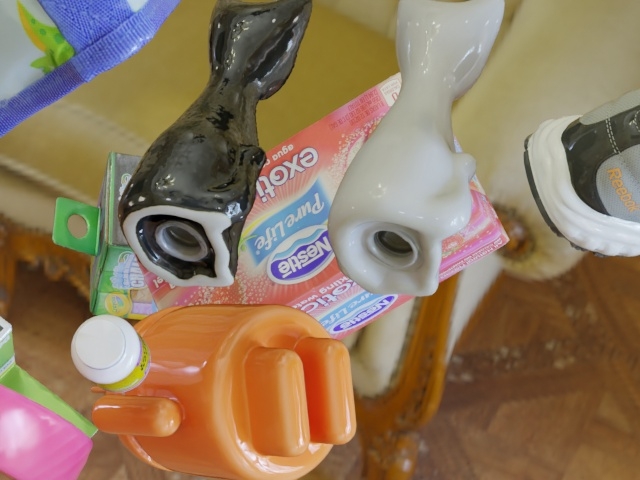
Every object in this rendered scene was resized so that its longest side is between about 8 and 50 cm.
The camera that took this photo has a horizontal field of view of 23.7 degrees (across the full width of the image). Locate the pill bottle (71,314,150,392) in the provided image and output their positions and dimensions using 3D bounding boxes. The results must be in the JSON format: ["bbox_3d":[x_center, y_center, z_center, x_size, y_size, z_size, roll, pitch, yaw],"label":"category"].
[{"bbox_3d":[-0.133,0.071,0.964,0.043,0.083,0.043,0,79,1],"label":"pill bottle"}]

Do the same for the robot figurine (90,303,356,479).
[{"bbox_3d":[-0.068,0.108,1.093,0.219,0.128,0.158,-3,43,49],"label":"robot figurine"}]

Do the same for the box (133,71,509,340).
[{"bbox_3d":[0.000,0.000,1.401,0.300,0.154,0.142,-30,66,10],"label":"box"}]

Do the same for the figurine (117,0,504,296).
[{"bbox_3d":[0.004,-0.077,0.945,0.214,0.092,0.209,2,54,19],"label":"figurine"}]

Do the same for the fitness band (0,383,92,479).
[{"bbox_3d":[-0.242,0.090,0.940,0.209,0.291,0.054,32,77,-10],"label":"fitness band"}]

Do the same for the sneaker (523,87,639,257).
[{"bbox_3d":[0.250,-0.037,0.920,0.271,0.108,0.100,3,66,-39],"label":"sneaker"}]

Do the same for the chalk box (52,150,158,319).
[{"bbox_3d":[-0.182,-0.001,1.640,0.213,0.132,0.132,7,51,-12],"label":"chalk box"}]

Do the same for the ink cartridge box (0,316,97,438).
[{"bbox_3d":[-0.395,0.173,1.654,0.255,0.097,0.189,36,62,13],"label":"ink cartridge box"}]

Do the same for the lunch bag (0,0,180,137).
[{"bbox_3d":[-0.097,-0.089,0.358,0.096,0.151,0.129,-42,105,-13],"label":"lunch bag"}]
